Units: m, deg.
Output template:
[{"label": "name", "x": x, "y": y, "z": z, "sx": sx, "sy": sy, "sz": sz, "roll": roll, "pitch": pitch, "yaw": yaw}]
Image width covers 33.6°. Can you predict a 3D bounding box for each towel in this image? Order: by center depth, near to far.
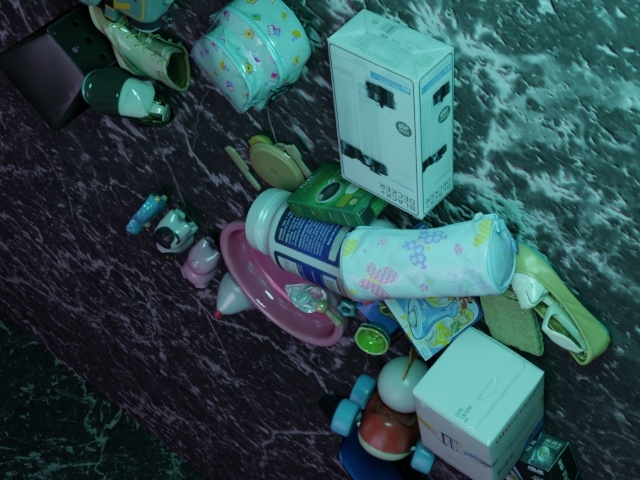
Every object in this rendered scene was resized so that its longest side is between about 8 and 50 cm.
[{"label": "towel", "x": 0.323, "y": 0.130, "z": 1.791, "sx": 0.110, "sy": 0.027, "sz": 0.148, "roll": 18, "pitch": 141, "yaw": 42}]

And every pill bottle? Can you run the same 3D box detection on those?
[{"label": "pill bottle", "x": 0.000, "y": 0.000, "z": 1.918, "sx": 0.264, "sy": 0.153, "sz": 0.153, "roll": 22, "pitch": 145, "yaw": 34}]

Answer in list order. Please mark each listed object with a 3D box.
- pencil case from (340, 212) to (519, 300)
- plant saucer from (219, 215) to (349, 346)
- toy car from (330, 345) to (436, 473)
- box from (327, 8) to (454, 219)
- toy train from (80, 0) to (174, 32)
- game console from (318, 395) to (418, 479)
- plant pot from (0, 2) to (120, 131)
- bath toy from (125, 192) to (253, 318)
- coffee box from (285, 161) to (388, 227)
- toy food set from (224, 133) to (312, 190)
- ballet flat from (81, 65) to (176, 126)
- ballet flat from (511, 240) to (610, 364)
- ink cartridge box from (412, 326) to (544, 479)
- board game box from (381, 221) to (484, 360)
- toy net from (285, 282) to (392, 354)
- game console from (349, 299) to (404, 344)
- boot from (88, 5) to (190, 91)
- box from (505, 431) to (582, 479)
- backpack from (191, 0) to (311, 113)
[{"label": "pencil case", "x": 0.165, "y": 0.030, "z": 1.654, "sx": 0.273, "sy": 0.113, "sz": 0.124, "roll": -6, "pitch": 109, "yaw": 31}, {"label": "plant saucer", "x": -0.062, "y": 0.071, "z": 2.189, "sx": 0.332, "sy": 0.084, "sz": 0.332, "roll": 33, "pitch": 150, "yaw": 23}, {"label": "toy car", "x": 0.171, "y": 0.301, "z": 2.128, "sx": 0.219, "sy": 0.210, "sz": 0.238, "roll": 23, "pitch": 119, "yaw": 14}, {"label": "box", "x": 0.110, "y": -0.184, "z": 1.591, "sx": 0.169, "sy": 0.087, "sz": 0.290, "roll": 31, "pitch": 150, "yaw": 27}, {"label": "toy train", "x": -0.319, "y": -0.477, "z": 1.746, "sx": 0.190, "sy": 0.142, "sz": 0.334, "roll": 32, "pitch": 151, "yaw": 6}, {"label": "game console", "x": 0.094, "y": 0.537, "z": 2.512, "sx": 0.250, "sy": 0.173, "sz": 0.293, "roll": -2, "pitch": 127, "yaw": 55}, {"label": "plant pot", "x": -0.495, "y": -0.363, "z": 2.107, "sx": 0.187, "sy": 0.188, "sz": 0.167, "roll": 51, "pitch": 141, "yaw": -10}, {"label": "bath toy", "x": -0.287, "y": 0.044, "z": 2.421, "sx": 0.348, "sy": 0.129, "sz": 0.151, "roll": 41, "pitch": -173, "yaw": 10}, {"label": "coffee box", "x": 0.039, "y": -0.079, "z": 1.811, "sx": 0.184, "sy": 0.113, "sz": 0.040, "roll": 11, "pitch": 140, "yaw": 46}, {"label": "toy food set", "x": -0.079, "y": -0.145, "z": 1.976, "sx": 0.192, "sy": 0.038, "sz": 0.132, "roll": 5, "pitch": 140, "yaw": 45}, {"label": "ballet flat", "x": -0.351, "y": -0.272, "z": 2.029, "sx": 0.096, "sy": 0.095, "sz": 0.280, "roll": 15, "pitch": -177, "yaw": 15}, {"label": "ballet flat", "x": 0.356, "y": 0.098, "z": 1.650, "sx": 0.232, "sy": 0.073, "sz": 0.080, "roll": 45, "pitch": 150, "yaw": 2}, {"label": "ink cartridge box", "x": 0.285, "y": 0.301, "z": 1.892, "sx": 0.168, "sy": 0.171, "sz": 0.233, "roll": 31, "pitch": 157, "yaw": 27}, {"label": "board game box", "x": 0.176, "y": 0.088, "z": 1.819, "sx": 0.201, "sy": 0.136, "sz": 0.035, "roll": 54, "pitch": 174, "yaw": -18}, {"label": "toy net", "x": 0.033, "y": 0.132, "z": 2.023, "sx": 0.232, "sy": 0.045, "sz": 0.122, "roll": 21, "pitch": 136, "yaw": 11}, {"label": "game console", "x": 0.126, "y": 0.134, "z": 2.018, "sx": 0.122, "sy": 0.071, "sz": 0.107, "roll": 46, "pitch": 168, "yaw": -3}, {"label": "boot", "x": -0.329, "y": -0.375, "z": 1.957, "sx": 0.165, "sy": 0.077, "sz": 0.213, "roll": 27, "pitch": 154, "yaw": 34}, {"label": "box", "x": 0.402, "y": 0.435, "z": 2.044, "sx": 0.180, "sy": 0.077, "sz": 0.147, "roll": 16, "pitch": 140, "yaw": 44}, {"label": "backpack", "x": -0.107, "y": -0.303, "z": 1.677, "sx": 0.166, "sy": 0.144, "sz": 0.188, "roll": 52, "pitch": 150, "yaw": -1}]
